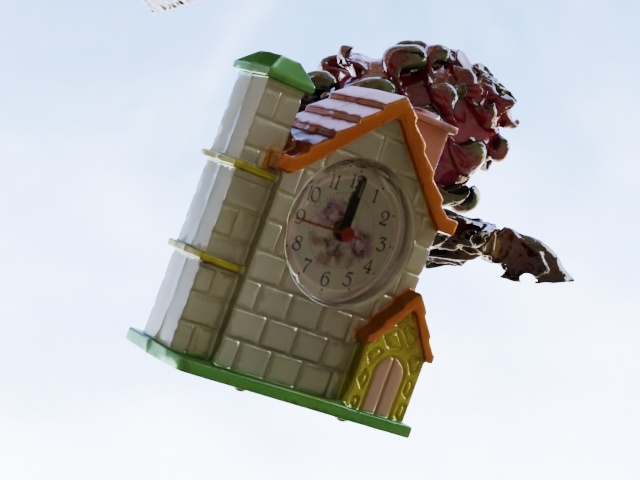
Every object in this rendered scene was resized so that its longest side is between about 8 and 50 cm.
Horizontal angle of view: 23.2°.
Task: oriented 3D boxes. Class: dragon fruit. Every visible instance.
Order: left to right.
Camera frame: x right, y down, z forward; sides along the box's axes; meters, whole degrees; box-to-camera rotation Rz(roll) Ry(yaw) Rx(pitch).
[{"bbox_3d":[0.067,-0.129,1.651,0.272,0.218,0.198,19,-75,-23],"label":"dragon fruit"}]

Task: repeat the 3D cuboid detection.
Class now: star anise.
[{"bbox_3d":[0.134,0.002,1.526,0.157,0.054,0.212,7,-8,44],"label":"star anise"}]

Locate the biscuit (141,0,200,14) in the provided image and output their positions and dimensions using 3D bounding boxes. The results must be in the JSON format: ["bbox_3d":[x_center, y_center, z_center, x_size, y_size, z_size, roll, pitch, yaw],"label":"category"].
[{"bbox_3d":[-0.073,-0.270,1.365,0.073,0.107,0.388,52,-17,-17],"label":"biscuit"}]

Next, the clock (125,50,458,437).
[{"bbox_3d":[0.000,0.000,1.225,0.219,0.106,0.255,19,-89,-32],"label":"clock"}]
